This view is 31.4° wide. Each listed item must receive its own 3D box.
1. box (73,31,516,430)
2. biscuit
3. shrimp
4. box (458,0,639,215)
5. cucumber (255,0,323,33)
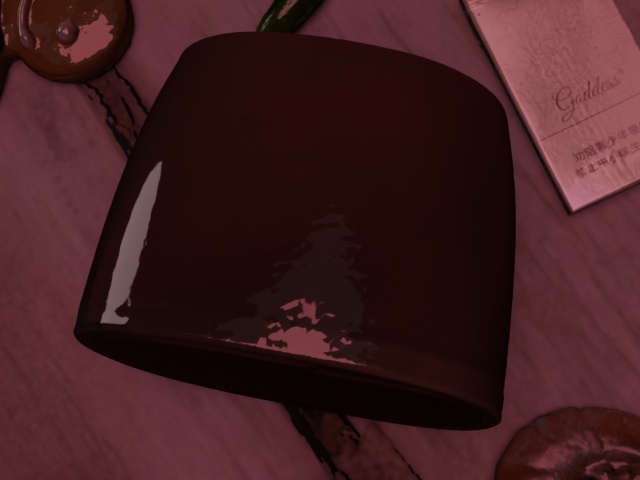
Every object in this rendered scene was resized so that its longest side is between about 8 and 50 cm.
[{"bbox_3d":[0.000,0.000,0.785,0.300,0.301,0.216,12,77,7],"label":"box"},{"bbox_3d":[-0.305,-0.197,0.949,0.301,0.049,0.197,8,86,6],"label":"biscuit"},{"bbox_3d":[0.239,0.231,0.839,0.143,0.052,0.251,-40,80,-3],"label":"shrimp"},{"bbox_3d":[0.201,-0.130,0.899,0.109,0.029,0.198,-26,82,2],"label":"box"},{"bbox_3d":[-0.001,-0.222,0.926,0.039,0.039,0.168,34,90,9],"label":"cucumber"}]
